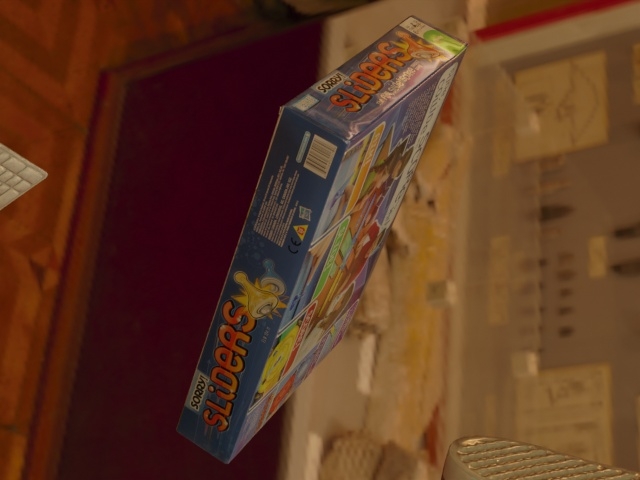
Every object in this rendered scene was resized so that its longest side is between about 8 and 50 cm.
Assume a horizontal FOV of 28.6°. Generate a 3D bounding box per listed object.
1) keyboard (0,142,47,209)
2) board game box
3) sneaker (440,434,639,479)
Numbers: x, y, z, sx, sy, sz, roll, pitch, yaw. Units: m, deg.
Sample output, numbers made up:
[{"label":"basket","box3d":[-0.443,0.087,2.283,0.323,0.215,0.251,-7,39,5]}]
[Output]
[{"label":"keyboard","box3d":[-0.319,0.011,0.916,0.014,0.256,0.072,60,7,28]},{"label":"board game box","box3d":[0.000,0.000,0.622,0.136,0.035,0.201,-42,158,-52]},{"label":"sneaker","box3d":[0.205,0.241,0.825,0.102,0.282,0.161,-29,132,-65]}]
